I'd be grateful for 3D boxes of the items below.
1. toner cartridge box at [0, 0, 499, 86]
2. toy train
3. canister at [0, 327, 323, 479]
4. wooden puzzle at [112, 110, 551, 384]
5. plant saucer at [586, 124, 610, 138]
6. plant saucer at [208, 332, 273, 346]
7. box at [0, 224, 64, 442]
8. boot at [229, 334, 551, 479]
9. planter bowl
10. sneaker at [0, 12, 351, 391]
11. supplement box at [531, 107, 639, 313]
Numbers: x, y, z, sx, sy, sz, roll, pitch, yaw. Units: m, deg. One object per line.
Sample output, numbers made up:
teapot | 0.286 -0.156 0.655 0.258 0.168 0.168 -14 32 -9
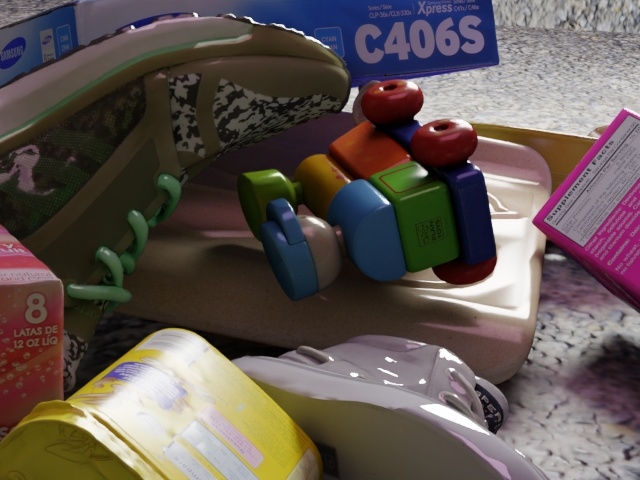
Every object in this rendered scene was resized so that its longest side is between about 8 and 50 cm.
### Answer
toner cartridge box | -0.053 -0.145 1.196 0.348 0.075 0.165 -10 3 -32
toy train | 0.008 -0.041 1.061 0.143 0.105 0.248 -18 27 -13
canister | -0.068 0.111 0.715 0.126 0.073 0.170 43 16 2
wooden puzzle | 0.000 0.000 1.159 0.322 0.080 0.348 11 25 7
plant saucer | 0.382 -0.110 1.832 0.168 0.029 0.168 4 15 -1
plant saucer | -0.040 0.056 1.128 0.083 0.015 0.083 3 14 -1
box | -0.284 0.075 0.747 0.300 0.142 0.154 -4 15 -24
boot | 0.057 0.098 0.814 0.123 0.095 0.258 -17 22 -35
planter bowl | 0.212 -0.043 1.375 0.217 0.090 0.217 9 1 0
sneaker | -0.157 -0.001 0.952 0.410 0.182 0.158 -21 -10 -15
supplement box | 0.258 0.009 1.060 0.111 0.114 0.220 38 3 -29
